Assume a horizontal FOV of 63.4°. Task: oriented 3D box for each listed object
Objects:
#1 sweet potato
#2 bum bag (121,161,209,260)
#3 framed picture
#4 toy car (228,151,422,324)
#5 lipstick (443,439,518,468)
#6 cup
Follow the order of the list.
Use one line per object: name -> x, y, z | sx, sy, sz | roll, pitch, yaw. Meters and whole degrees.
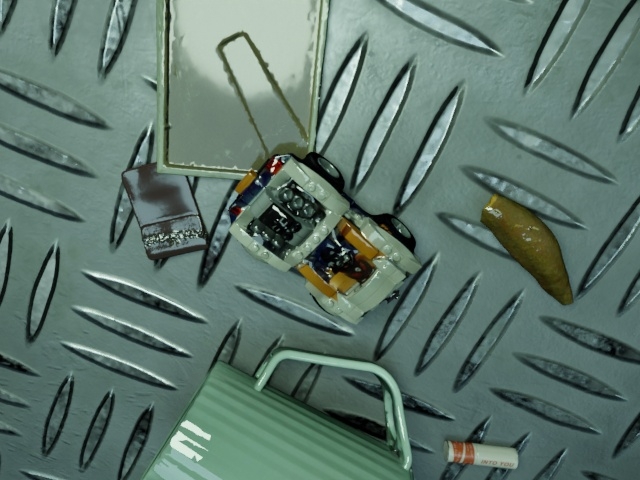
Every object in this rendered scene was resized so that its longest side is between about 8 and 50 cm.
sweet potato -> 0.340, 0.011, 0.818 | 0.244, 0.077, 0.077 | 41, 106, -17
bum bag -> -0.253, -0.049, 0.844 | 0.109, 0.026, 0.159 | -14, 107, 6
framed picture -> -0.117, -0.254, 0.762 | 0.247, 0.022, 0.335 | 5, 109, -3
toy car -> -0.001, 0.000, 0.795 | 0.301, 0.118, 0.193 | 38, 114, -19
lipstick -> 0.298, 0.401, 0.969 | 0.131, 0.038, 0.038 | 6, 109, 0
cup -> -0.058, 0.380, 0.880 | 0.392, 0.401, 0.310 | 33, 141, -4
